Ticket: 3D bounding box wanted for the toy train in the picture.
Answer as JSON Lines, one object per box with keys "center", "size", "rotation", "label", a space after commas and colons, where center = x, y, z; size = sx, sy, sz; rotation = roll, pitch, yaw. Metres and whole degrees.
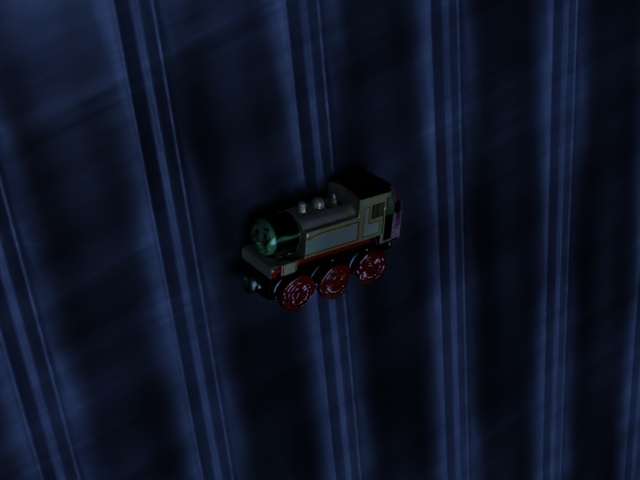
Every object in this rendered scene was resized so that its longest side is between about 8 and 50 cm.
{"center": [0.000, 0.000, 1.203], "size": [0.138, 0.050, 0.087], "rotation": [-18, 125, -33], "label": "toy train"}
